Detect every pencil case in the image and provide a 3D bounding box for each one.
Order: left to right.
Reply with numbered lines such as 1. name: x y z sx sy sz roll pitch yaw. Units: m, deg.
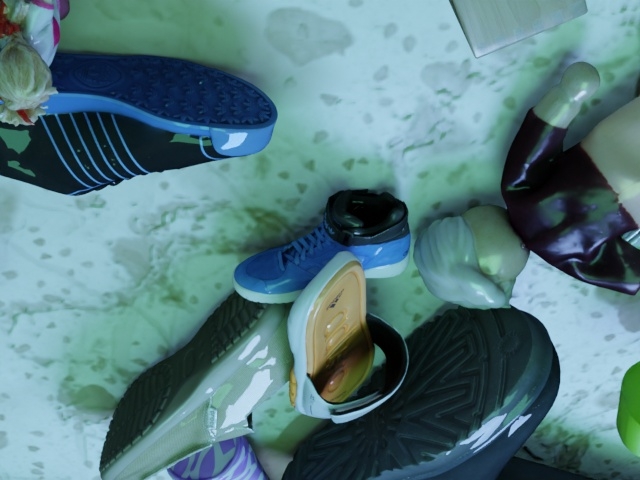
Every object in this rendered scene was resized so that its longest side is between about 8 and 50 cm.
1. pencil case: -0.092 0.272 0.914 0.086 0.088 0.206 -10 132 13

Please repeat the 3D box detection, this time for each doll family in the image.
1. doll family: -0.174 -0.183 0.465 0.118 0.163 0.263 16 127 -19

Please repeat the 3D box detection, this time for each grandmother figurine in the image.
1. grandmother figurine: 0.228 -0.042 0.685 0.342 0.104 0.208 -30 100 21

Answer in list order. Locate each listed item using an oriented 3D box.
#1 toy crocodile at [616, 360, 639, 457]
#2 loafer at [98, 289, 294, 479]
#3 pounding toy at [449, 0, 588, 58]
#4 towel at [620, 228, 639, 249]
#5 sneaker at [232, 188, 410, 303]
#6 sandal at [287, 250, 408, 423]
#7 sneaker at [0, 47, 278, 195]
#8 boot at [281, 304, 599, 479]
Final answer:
1. toy crocodile: 0.428 0.132 0.794 0.340 0.105 0.115 -1 130 -10
2. loafer: -0.105 0.148 0.798 0.092 0.102 0.268 36 118 -24
3. pounding toy: 0.107 -0.201 0.505 0.100 0.130 0.141 -21 129 11
4. towel: 0.335 -0.009 0.768 0.113 0.023 0.152 28 122 -26
5. sneaker: 0.000 -0.001 0.709 0.152 0.058 0.085 -9 137 -5
6. sandal: 0.027 0.103 0.723 0.102 0.076 0.265 -46 159 -16
7. sneaker: -0.149 -0.076 0.621 0.232 0.081 0.091 7 132 -4
8. boot: 0.237 0.259 0.899 0.445 0.146 0.367 28 132 -22
